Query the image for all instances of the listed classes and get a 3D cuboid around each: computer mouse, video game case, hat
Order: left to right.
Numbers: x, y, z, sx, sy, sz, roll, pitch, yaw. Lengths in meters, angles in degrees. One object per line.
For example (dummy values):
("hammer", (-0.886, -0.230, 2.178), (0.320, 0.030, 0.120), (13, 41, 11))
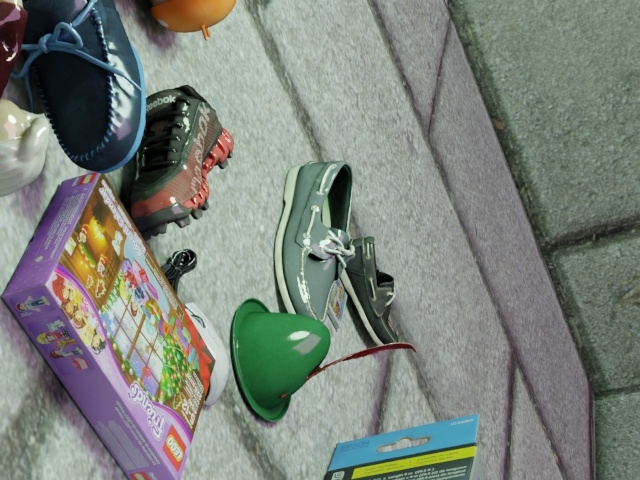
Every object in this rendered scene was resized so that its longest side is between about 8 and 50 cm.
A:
("computer mouse", (-0.150, 0.112, 1.605), (0.106, 0.042, 0.193), (-58, 130, -65))
("hat", (0.002, 0.140, 1.783), (0.208, 0.184, 0.173), (-55, 127, -65))
("video game case", (0.012, 0.071, 2.111), (0.087, 0.011, 0.122), (-78, 147, -52))

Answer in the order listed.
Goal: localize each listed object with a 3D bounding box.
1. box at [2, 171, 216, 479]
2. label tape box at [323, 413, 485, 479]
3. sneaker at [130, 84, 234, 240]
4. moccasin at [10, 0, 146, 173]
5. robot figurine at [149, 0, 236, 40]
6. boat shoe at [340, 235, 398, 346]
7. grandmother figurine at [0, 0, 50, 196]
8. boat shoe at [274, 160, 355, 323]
("box", (-0.217, 0.099, 1.411), (0.201, 0.057, 0.293), (-77, 146, -51))
("label tape box", (0.111, 0.395, 1.816), (0.333, 0.241, 0.106), (-62, 133, -62))
("sneaker", (-0.185, -0.105, 1.582), (0.276, 0.098, 0.135), (-73, 143, -59))
("moccasin", (-0.286, -0.227, 1.390), (0.117, 0.138, 0.342), (28, 37, -59))
("robot figurine", (-0.185, -0.370, 1.719), (0.128, 0.158, 0.219), (-30, 107, -41))
("boat shoe", (0.094, 0.093, 2.210), (0.084, 0.079, 0.233), (-99, 167, -58))
("grandmother figurine", (-0.350, -0.197, 1.217), (0.208, 0.104, 0.342), (-42, 123, -37))
("boat shoe", (0.000, 0.000, 1.998), (0.116, 0.099, 0.319), (55, 28, -43))
